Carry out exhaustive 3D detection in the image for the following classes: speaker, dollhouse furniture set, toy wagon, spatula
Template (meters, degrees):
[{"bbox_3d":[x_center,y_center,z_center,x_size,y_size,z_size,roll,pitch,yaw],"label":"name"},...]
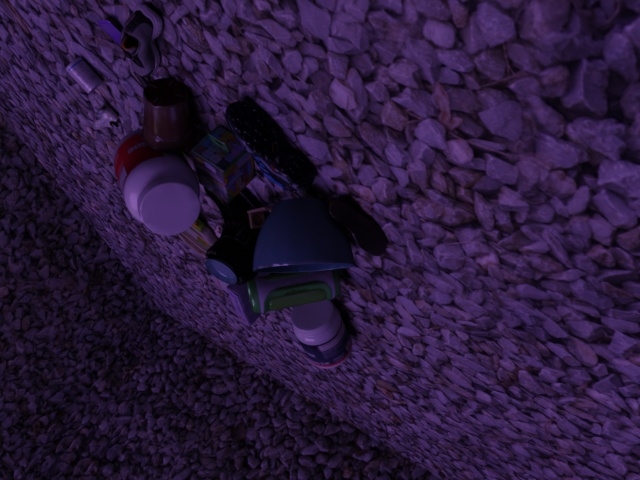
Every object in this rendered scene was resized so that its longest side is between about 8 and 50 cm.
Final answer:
[{"bbox_3d":[-0.088,0.159,1.891,0.131,0.297,0.131,170,90,-78],"label":"speaker"},{"bbox_3d":[-0.133,-0.034,1.816,0.123,0.144,0.151,-8,91,57],"label":"dollhouse furniture set"},{"bbox_3d":[-0.539,-0.032,2.465,0.267,0.068,0.344,38,154,4],"label":"toy wagon"},{"bbox_3d":[-0.568,-0.538,1.722,0.084,0.030,0.296,18,148,40],"label":"spatula"}]

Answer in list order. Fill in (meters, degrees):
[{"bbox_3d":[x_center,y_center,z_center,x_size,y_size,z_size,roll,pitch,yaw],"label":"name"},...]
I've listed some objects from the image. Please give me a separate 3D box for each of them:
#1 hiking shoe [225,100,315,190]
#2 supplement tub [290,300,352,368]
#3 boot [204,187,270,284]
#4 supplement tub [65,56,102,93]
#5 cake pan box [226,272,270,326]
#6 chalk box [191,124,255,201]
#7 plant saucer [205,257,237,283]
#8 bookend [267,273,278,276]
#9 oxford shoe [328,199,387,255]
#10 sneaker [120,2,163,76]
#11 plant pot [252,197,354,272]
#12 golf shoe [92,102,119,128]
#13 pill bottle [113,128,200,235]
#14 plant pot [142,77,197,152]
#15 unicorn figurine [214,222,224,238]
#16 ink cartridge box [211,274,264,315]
[{"bbox_3d":[-0.156,-0.240,1.546,0.304,0.113,0.132,48,153,-15],"label":"hiking shoe"},{"bbox_3d":[0.005,0.354,2.200,0.191,0.191,0.272,20,148,36],"label":"supplement tub"},{"bbox_3d":[-0.315,-0.046,1.906,0.348,0.260,0.131,42,154,-5],"label":"boot"},{"bbox_3d":[-0.817,-0.571,1.963,0.107,0.071,0.071,49,153,-19],"label":"supplement tub"},{"bbox_3d":[-0.235,0.172,2.171,0.070,0.246,0.267,28,153,22],"label":"cake pan box"},{"bbox_3d":[-0.291,-0.246,1.705,0.132,0.132,0.213,34,153,16],"label":"chalk box"},{"bbox_3d":[-0.315,0.094,1.826,0.119,0.021,0.119,21,146,16],"label":"plant saucer"},{"bbox_3d":[-0.111,0.161,2.087,0.072,0.157,0.156,8,140,49],"label":"bookend"},{"bbox_3d":[0.106,-0.042,1.588,0.212,0.076,0.076,45,-176,-16],"label":"oxford shoe"},{"bbox_3d":[-0.504,-0.533,1.557,0.100,0.108,0.271,39,156,-3],"label":"sneaker"},{"bbox_3d":[-0.054,-0.015,1.635,0.290,0.290,0.195,-17,75,61],"label":"plant pot"},{"bbox_3d":[-0.813,-0.450,2.165,0.086,0.069,0.176,40,156,-13],"label":"golf shoe"},{"bbox_3d":[-0.513,-0.185,1.791,0.407,0.229,0.229,49,170,51],"label":"pill bottle"},{"bbox_3d":[-0.455,-0.379,1.691,0.167,0.167,0.165,33,147,14],"label":"plant pot"},{"bbox_3d":[-0.374,-0.029,2.249,0.162,0.060,0.111,35,154,11],"label":"unicorn figurine"},{"bbox_3d":[-0.336,0.179,2.471,0.273,0.114,0.197,29,153,20],"label":"ink cartridge box"}]
